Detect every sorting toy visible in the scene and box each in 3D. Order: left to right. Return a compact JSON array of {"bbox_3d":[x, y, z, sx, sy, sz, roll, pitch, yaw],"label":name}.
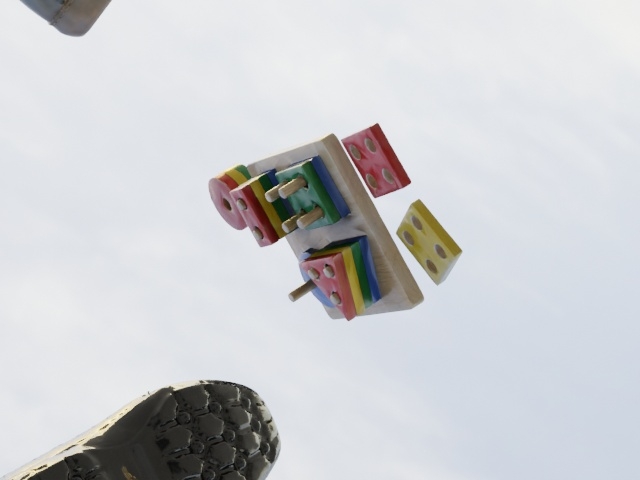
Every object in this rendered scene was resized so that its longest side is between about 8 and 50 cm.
[{"bbox_3d":[0.000,0.000,1.342,0.046,0.274,0.132,-33,-81,-25],"label":"sorting toy"}]

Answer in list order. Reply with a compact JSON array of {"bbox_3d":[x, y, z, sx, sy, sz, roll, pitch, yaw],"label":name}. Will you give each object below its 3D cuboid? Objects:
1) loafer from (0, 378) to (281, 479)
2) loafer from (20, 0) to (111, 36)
[{"bbox_3d":[-0.107,0.128,1.005,0.223,0.078,0.076,-21,-95,-51],"label":"loafer"},{"bbox_3d":[-0.045,-0.192,0.863,0.267,0.096,0.084,-41,-79,-19],"label":"loafer"}]
